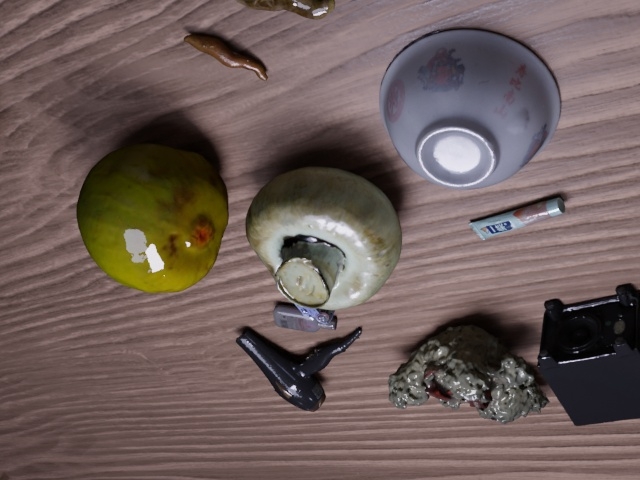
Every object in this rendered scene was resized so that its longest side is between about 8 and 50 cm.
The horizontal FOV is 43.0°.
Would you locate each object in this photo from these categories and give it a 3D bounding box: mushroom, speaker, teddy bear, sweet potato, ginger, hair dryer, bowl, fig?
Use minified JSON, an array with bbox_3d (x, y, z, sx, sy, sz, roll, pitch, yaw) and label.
[{"bbox_3d":[0.000,0.000,1.725,0.352,0.260,0.352,15,137,14],"label":"mushroom"},{"bbox_3d":[0.631,0.260,1.816,0.232,0.184,0.254,-17,123,34],"label":"speaker"},{"bbox_3d":[0.401,0.361,1.998,0.367,0.224,0.357,33,151,-17],"label":"teddy bear"},{"bbox_3d":[-0.182,-0.358,1.579,0.179,0.044,0.044,24,138,-4],"label":"sweet potato"},{"bbox_3d":[-0.018,-0.473,1.366,0.166,0.080,0.333,42,132,-6],"label":"ginger"},{"bbox_3d":[-0.031,0.296,2.200,0.304,0.120,0.359,47,123,-8],"label":"hair dryer"},{"bbox_3d":[0.260,-0.199,1.493,0.345,0.157,0.345,10,137,10],"label":"bowl"},{"bbox_3d":[-0.378,-0.055,1.770,0.343,0.343,0.343,11,138,10],"label":"fig"}]

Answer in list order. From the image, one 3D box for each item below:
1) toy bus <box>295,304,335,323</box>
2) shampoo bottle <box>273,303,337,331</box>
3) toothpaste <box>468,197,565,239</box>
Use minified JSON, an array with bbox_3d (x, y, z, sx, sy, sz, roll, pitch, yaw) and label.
[{"bbox_3d":[-0.031,0.134,2.018,0.076,0.073,0.167,-15,125,36],"label":"toy bus"},{"bbox_3d":[-0.039,0.207,2.121,0.165,0.040,0.080,6,136,14],"label":"shampoo bottle"},{"bbox_3d":[0.408,-0.044,1.691,0.205,0.036,0.056,-19,125,40],"label":"toothpaste"}]
